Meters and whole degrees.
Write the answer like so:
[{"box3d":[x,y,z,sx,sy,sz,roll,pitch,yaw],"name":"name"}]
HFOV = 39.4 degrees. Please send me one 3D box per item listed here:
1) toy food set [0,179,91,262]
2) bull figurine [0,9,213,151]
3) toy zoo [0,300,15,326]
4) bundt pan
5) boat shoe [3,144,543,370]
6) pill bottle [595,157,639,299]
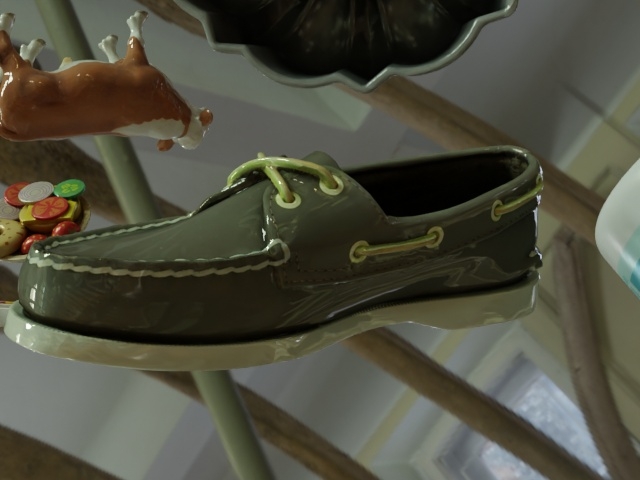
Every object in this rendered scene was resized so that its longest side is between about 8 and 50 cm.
[{"box3d":[-0.201,-0.015,0.618,0.083,0.082,0.020,-5,-52,3],"name":"toy food set"},{"box3d":[-0.289,-0.205,1.193,0.311,0.188,0.101,-7,-21,-33],"name":"bull figurine"},{"box3d":[-0.533,0.113,1.408,0.293,0.192,0.030,3,-92,-4],"name":"toy zoo"},{"box3d":[0.028,-0.281,0.737,0.331,0.331,0.124,-47,-3,9],"name":"bundt pan"},{"box3d":[-0.003,-0.001,0.446,0.305,0.109,0.091,-5,-71,-36],"name":"boat shoe"},{"box3d":[0.291,0.049,0.505,0.146,0.264,0.146,-24,-31,-15],"name":"pill bottle"}]
